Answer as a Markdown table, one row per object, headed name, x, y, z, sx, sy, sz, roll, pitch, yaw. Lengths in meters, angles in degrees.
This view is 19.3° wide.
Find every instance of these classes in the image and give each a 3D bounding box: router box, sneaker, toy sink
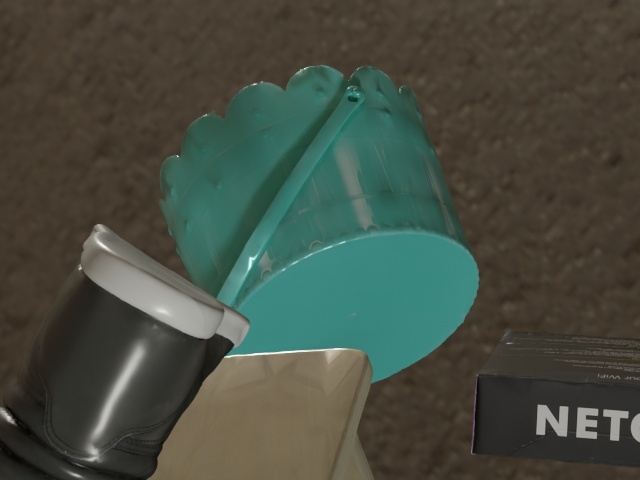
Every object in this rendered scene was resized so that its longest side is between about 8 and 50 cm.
| name | x | y | z | sx | sy | sz | roll | pitch | yaw |
| --- | --- | --- | --- | --- | --- | --- | --- | --- | --- |
| router box | 0.173 | 0.082 | 0.962 | 0.179 | 0.133 | 0.046 | 3 | 97 | 13 |
| sneaker | -0.117 | 0.078 | 1.012 | 0.147 | 0.104 | 0.296 | -59 | 0 | -1 |
| toy sink | -0.043 | 0.199 | 1.219 | 0.153 | 0.131 | 0.234 | -5 | 39 | 21 |

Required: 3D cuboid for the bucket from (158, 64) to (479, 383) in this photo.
| name | x | y | z | sx | sy | sz | roll | pitch | yaw |
| --- | --- | --- | --- | --- | --- | --- | --- | --- | --- |
| bucket | 0.000 | 0.000 | 1.695 | 0.281 | 0.281 | 0.183 | -38 | 52 | 21 |
